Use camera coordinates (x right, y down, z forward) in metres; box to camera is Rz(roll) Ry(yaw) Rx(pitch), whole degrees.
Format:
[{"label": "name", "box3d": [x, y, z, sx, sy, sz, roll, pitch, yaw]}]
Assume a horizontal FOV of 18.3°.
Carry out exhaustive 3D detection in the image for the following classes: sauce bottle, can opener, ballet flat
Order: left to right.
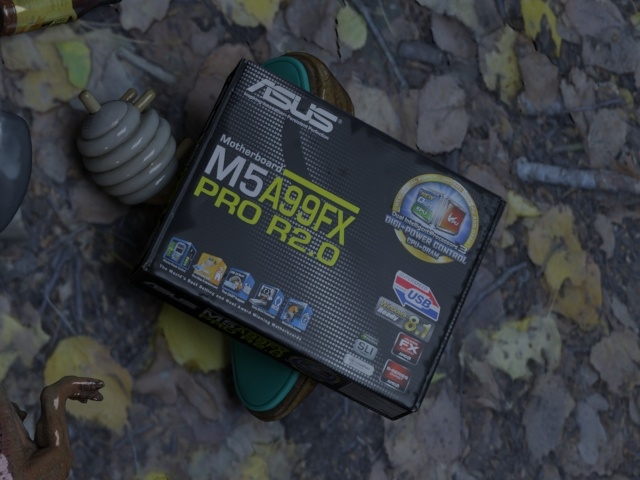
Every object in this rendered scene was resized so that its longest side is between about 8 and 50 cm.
[{"label": "can opener", "box3d": [-0.289, 0.026, 1.626, 0.095, 0.076, 0.283, 14, 77, -33]}, {"label": "sauce bottle", "box3d": [-0.229, -0.207, 1.721, 0.128, 0.042, 0.042, -17, 93, -34]}, {"label": "ballet flat", "box3d": [-0.009, -0.001, 1.824, 0.124, 0.116, 0.342, 17, 69, -53]}]

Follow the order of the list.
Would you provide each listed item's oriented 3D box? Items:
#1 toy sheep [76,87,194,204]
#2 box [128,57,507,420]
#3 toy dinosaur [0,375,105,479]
[{"label": "toy sheep", "box3d": [-0.166, -0.082, 1.722, 0.132, 0.091, 0.091, 50, 59, -23]}, {"label": "box", "box3d": [0.000, 0.000, 1.719, 0.270, 0.060, 0.216, 29, 71, -9]}, {"label": "toy dinosaur", "box3d": [-0.244, 0.223, 1.551, 0.200, 0.127, 0.296, -56, 144, -52]}]
